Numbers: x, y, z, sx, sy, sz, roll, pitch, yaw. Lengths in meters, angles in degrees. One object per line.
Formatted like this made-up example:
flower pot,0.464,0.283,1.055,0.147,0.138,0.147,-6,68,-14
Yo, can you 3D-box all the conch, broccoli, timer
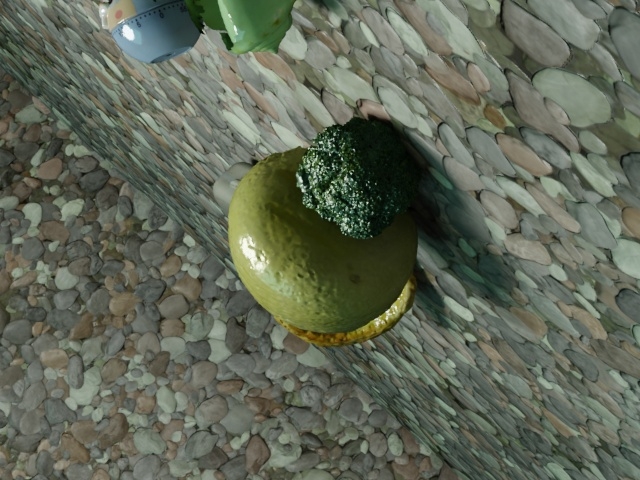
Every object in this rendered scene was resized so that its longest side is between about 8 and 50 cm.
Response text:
conch,-0.131,-0.355,1.468,0.250,0.137,0.143,45,168,1
broccoli,0.057,-0.095,1.666,0.195,0.195,0.156,44,-173,1
timer,-0.306,-0.405,1.800,0.255,0.175,0.175,46,167,-8

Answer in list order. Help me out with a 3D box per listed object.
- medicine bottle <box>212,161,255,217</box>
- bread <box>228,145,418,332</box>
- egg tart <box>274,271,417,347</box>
medicine bottle,-0.060,-0.020,2.321,0.375,0.123,0.282,29,158,43
bread,0.001,-0.004,1.810,0.320,0.320,0.237,42,164,11
egg tart,0.041,0.079,2.110,0.294,0.294,0.123,55,-163,-37
